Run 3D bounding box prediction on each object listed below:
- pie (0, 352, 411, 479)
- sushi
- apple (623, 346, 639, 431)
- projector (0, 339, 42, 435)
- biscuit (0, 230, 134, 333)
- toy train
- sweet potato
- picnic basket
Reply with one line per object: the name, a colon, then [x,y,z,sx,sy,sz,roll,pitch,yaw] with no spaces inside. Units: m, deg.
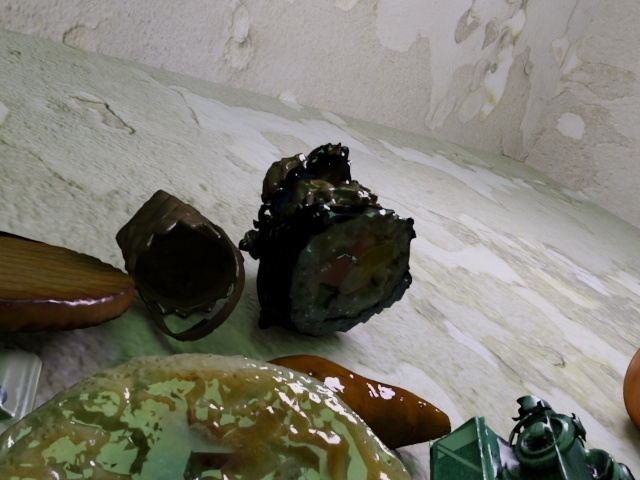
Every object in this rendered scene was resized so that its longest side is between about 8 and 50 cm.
pie: [-0.067,0.200,0.330,0.338,0.075,0.337,17,45,-18]
sushi: [-0.002,-0.004,0.737,0.225,0.238,0.218,-3,49,-31]
apple: [0.546,0.240,0.762,0.210,0.173,0.235,17,32,-22]
projector: [-0.341,0.113,0.363,0.270,0.088,0.193,11,28,-24]
biscuit: [-0.334,0.023,0.503,0.318,0.040,0.318,14,2,-1]
toy train: [0.175,0.240,0.436,0.115,0.154,0.269,42,22,-7]
sweet potato: [-0.020,0.164,0.512,0.359,0.112,0.112,1,31,-37]
picnic basket: [-0.155,0.036,0.637,0.138,0.128,0.178,40,10,-45]
